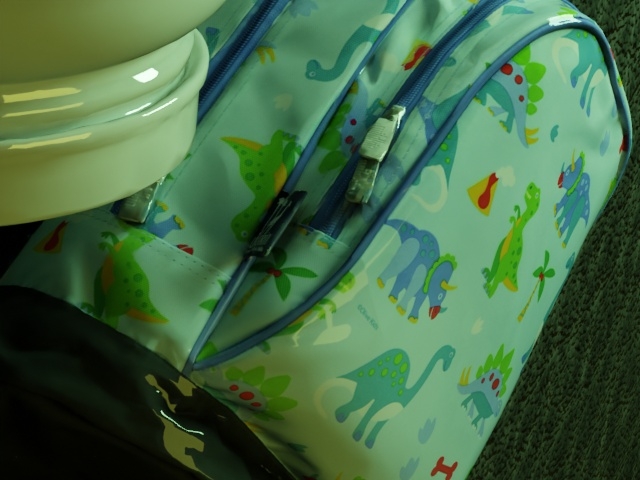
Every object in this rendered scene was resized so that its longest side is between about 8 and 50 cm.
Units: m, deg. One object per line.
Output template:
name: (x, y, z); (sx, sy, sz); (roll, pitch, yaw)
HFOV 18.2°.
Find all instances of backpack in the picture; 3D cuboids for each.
backpack: (0.000, 0.000, 1.006); (0.290, 0.273, 0.356); (60, 40, -47)

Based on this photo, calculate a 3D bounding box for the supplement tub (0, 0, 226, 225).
supplement tub: (-0.127, -0.184, 0.634); (0.228, 0.228, 0.316); (-31, 132, -52)
